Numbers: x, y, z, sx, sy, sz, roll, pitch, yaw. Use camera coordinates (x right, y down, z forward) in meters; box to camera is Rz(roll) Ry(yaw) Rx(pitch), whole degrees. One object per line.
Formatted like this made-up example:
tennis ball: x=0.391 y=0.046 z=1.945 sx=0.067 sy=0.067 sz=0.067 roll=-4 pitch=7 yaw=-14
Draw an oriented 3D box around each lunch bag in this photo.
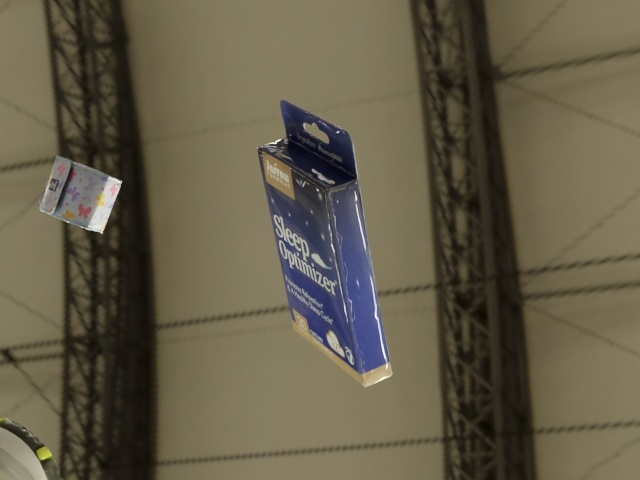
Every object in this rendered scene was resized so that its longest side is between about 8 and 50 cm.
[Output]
lunch bag: x=-0.287 y=-0.055 z=1.630 sx=0.083 sy=0.053 sz=0.071 roll=23 pitch=-90 yaw=18

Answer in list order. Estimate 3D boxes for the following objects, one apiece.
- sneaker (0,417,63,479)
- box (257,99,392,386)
sneaker: x=-0.259 y=0.352 z=1.173 sx=0.147 sy=0.385 sz=0.145 roll=-24 pitch=-179 yaw=-41
box: x=0.000 y=0.000 z=1.192 sx=0.036 sy=0.225 sz=0.136 roll=-20 pitch=-154 yaw=-21
